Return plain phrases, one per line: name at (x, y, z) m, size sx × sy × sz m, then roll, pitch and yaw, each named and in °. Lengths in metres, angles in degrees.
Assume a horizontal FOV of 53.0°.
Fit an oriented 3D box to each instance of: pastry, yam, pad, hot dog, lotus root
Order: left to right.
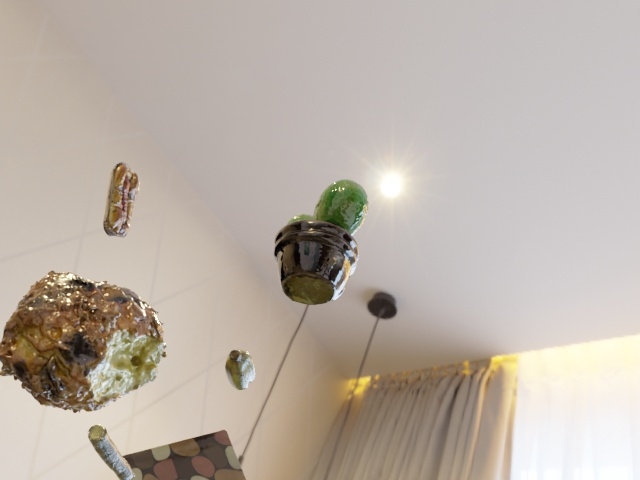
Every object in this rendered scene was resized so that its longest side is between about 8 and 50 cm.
pastry at (-0.574, 0.226, 1.533) m, size 0.337 × 0.405 × 0.293 m, roll 26°, pitch -80°, yaw 18°
yam at (-0.294, 0.310, 0.913) m, size 0.033 × 0.027 × 0.129 m, roll 22°, pitch -39°, yaw 35°
hot dog at (-0.498, -0.099, 1.601) m, size 0.059 × 0.191 × 0.108 m, roll 1°, pitch -16°, yaw 12°
pad at (-0.244, 0.446, 1.192) m, size 0.003 × 0.235 × 0.158 m, roll -51°, pitch -124°, yaw 35°
lotus root at (-0.250, 0.389, 1.975) m, size 0.077 × 0.090 × 0.183 m, roll 23°, pitch -36°, yaw 26°

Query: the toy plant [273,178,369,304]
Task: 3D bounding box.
toy plant at (0.000, 0.000, 1.297) m, size 0.175 × 0.235 × 0.218 m, roll 33°, pitch -42°, yaw -29°
